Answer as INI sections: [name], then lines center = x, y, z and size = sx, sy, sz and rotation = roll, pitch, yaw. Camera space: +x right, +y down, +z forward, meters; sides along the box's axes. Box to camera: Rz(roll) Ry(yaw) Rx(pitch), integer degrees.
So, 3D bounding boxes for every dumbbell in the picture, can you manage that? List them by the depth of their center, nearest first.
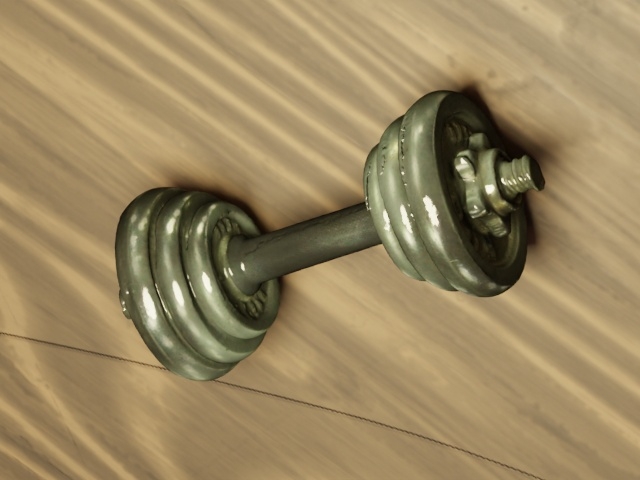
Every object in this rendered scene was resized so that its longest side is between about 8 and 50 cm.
[dumbbell]
center = 0.000, 0.000, 1.606
size = 0.406, 0.179, 0.179
rotation = -18, 104, 27
